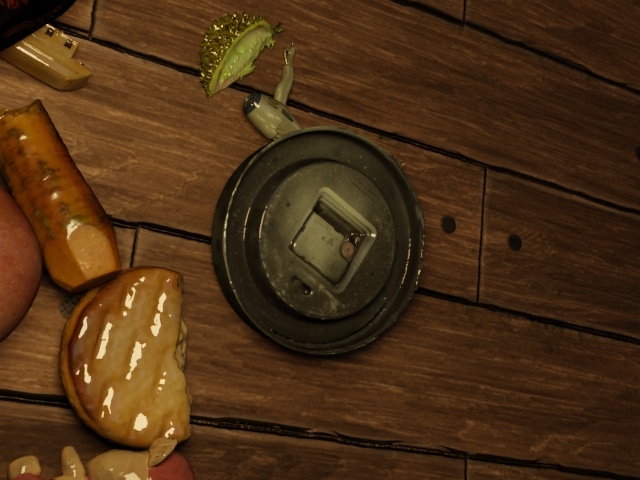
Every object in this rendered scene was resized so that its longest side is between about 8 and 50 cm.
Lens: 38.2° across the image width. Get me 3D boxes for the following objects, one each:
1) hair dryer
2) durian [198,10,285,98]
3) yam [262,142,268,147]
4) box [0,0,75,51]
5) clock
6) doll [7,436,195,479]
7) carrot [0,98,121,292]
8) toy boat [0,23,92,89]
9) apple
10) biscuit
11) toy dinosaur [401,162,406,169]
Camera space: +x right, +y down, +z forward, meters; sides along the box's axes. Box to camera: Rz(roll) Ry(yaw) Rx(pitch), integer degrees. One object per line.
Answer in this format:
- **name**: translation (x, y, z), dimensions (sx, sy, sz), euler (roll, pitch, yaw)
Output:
- **hair dryer**: translation (-0.043, -0.235, 1.636), dimensions (0.167, 0.067, 0.199), euler (49, 46, -23)
- **durian**: translation (-0.141, -0.340, 1.588), dimensions (0.215, 0.086, 0.100), euler (-49, 139, -25)
- **yam**: translation (0.039, -0.095, 1.648), dimensions (0.327, 0.045, 0.045), euler (21, 41, -26)
- **box**: translation (-0.549, -0.443, 1.266), dimensions (0.415, 0.116, 0.264), euler (44, 37, -9)
- **clock**: translation (0.000, 0.000, 1.557), dimensions (0.386, 0.076, 0.386), euler (1, 89, -28)
- **doll**: translation (-0.302, 0.367, 1.290), dimensions (0.256, 0.196, 0.152), euler (-8, 58, -27)
- **carrot**: translation (-0.387, -0.071, 1.328), dimensions (0.114, 0.114, 0.302), euler (-25, 82, -31)
- **toy boat**: translation (-0.440, -0.301, 1.405), dimensions (0.200, 0.057, 0.077), euler (30, 62, -22)
- **apple**: translation (-0.513, 0.028, 1.183), dimensions (0.305, 0.235, 0.306), euler (4, 77, -19)
- **biscuit**: translation (-0.285, 0.171, 1.380), dimensions (0.213, 0.091, 0.274), euler (9, 78, -31)
- **toy dinosaur**: translation (0.123, -0.122, 1.708), dimensions (0.083, 0.030, 0.047), euler (-19, 89, -32)
